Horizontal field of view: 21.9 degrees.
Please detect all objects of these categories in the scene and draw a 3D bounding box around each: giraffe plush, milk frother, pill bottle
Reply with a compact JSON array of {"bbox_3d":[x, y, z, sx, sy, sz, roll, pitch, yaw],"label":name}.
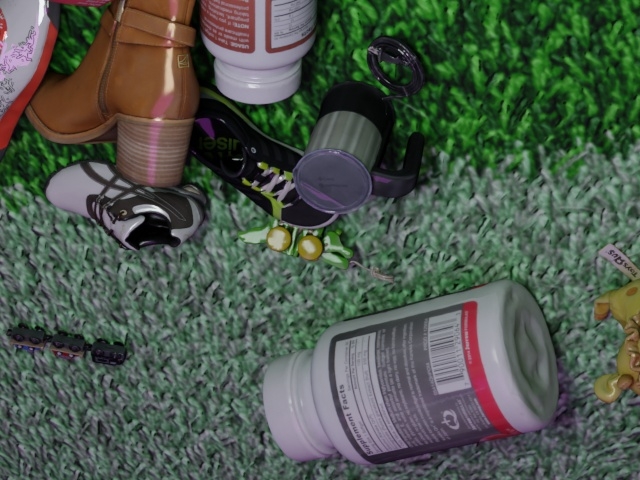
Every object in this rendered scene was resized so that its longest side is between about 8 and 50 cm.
[{"bbox_3d":[0.384,0.113,1.799,0.210,0.170,0.181,25,130,-5],"label":"giraffe plush"},{"bbox_3d":[0.043,-0.123,1.732,0.129,0.135,0.143,0,127,15],"label":"milk frother"},{"bbox_3d":[0.099,0.163,1.916,0.318,0.176,0.176,-16,122,26],"label":"pill bottle"},{"bbox_3d":[-0.063,-0.252,1.669,0.121,0.121,0.216,9,129,9],"label":"pill bottle"}]

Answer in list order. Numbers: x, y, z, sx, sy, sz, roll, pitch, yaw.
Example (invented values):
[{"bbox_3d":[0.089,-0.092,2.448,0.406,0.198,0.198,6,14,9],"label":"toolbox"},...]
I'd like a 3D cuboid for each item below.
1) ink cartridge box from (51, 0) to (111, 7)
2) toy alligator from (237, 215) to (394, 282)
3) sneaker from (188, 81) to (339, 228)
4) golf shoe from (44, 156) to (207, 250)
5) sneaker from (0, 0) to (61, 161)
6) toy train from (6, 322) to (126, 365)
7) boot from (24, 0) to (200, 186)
[{"bbox_3d":[-0.176,-0.342,1.567,0.237,0.100,0.172,-17,80,37],"label":"ink cartridge box"},{"bbox_3d":[0.000,0.000,1.900,0.189,0.056,0.051,15,90,4],"label":"toy alligator"},{"bbox_3d":[-0.080,-0.078,1.816,0.234,0.097,0.084,36,113,-13],"label":"sneaker"},{"bbox_3d":[-0.233,-0.038,1.905,0.198,0.094,0.077,7,130,13],"label":"golf shoe"},{"bbox_3d":[-0.384,-0.186,1.778,0.145,0.090,0.270,6,129,-34],"label":"sneaker"},{"bbox_3d":[-0.324,0.135,2.111,0.158,0.027,0.036,10,140,7],"label":"toy train"},{"bbox_3d":[-0.219,-0.200,1.740,0.109,0.283,0.220,-5,113,-32],"label":"boot"}]
